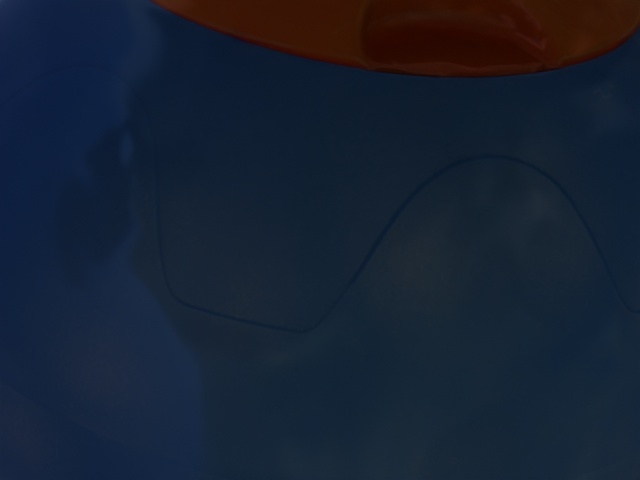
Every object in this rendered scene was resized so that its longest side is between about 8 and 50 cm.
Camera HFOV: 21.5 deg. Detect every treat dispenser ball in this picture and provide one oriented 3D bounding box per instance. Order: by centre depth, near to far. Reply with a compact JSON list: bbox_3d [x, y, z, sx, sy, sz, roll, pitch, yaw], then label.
[{"bbox_3d":[0.000,0.000,0.603,0.288,0.288,0.288,28,-128,-42],"label":"treat dispenser ball"}]
